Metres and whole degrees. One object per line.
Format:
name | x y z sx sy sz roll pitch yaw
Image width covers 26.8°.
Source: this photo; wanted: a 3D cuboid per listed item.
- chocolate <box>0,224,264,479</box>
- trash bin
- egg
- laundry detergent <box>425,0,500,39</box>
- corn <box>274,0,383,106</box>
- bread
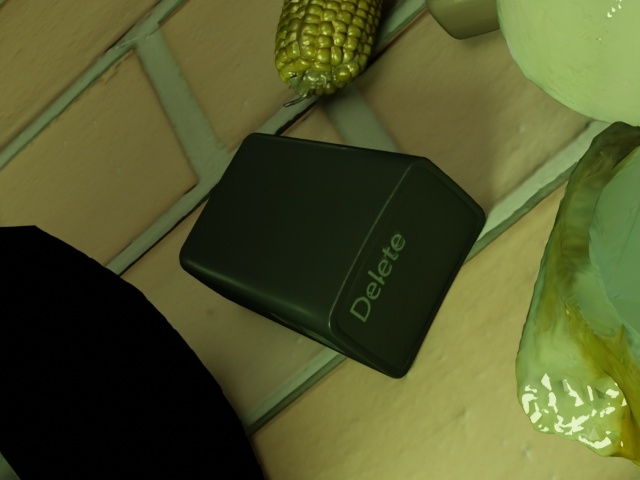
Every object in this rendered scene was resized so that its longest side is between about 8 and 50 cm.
chocolate | -0.267 0.220 1.076 0.331 0.384 0.383 -36 47 16
trash bin | 0.000 0.000 1.171 0.226 0.115 0.165 18 76 46
egg | 0.271 -0.261 1.004 0.337 0.201 0.337 -7 70 19
laundry detergent | 0.208 -0.287 1.203 0.237 0.076 0.171 -17 56 30
corn | 0.022 -0.270 1.331 0.102 0.101 0.310 -5 60 37
bread | 0.264 0.038 0.794 0.395 0.264 0.239 4 82 47
